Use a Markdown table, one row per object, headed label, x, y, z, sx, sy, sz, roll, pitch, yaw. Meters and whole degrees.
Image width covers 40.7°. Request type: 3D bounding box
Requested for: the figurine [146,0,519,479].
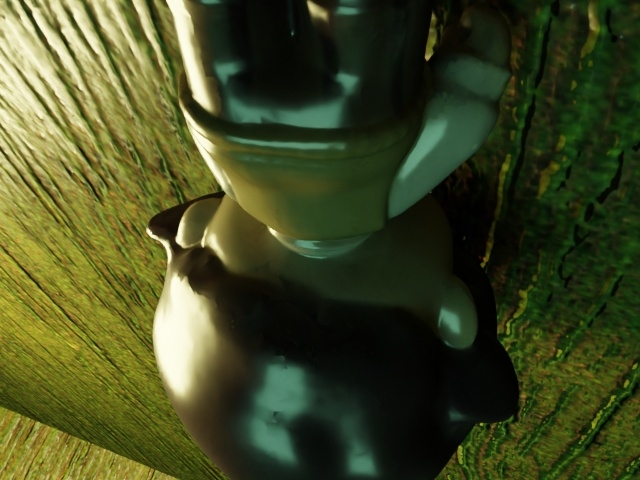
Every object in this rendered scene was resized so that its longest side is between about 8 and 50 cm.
| label | x | y | z | sx | sy | sz | roll | pitch | yaw |
| --- | --- | --- | --- | --- | --- | --- | --- | --- | --- |
| figurine | 0.000 | -0.017 | 0.477 | 0.218 | 0.206 | 0.365 | 0 | 125 | 2 |
